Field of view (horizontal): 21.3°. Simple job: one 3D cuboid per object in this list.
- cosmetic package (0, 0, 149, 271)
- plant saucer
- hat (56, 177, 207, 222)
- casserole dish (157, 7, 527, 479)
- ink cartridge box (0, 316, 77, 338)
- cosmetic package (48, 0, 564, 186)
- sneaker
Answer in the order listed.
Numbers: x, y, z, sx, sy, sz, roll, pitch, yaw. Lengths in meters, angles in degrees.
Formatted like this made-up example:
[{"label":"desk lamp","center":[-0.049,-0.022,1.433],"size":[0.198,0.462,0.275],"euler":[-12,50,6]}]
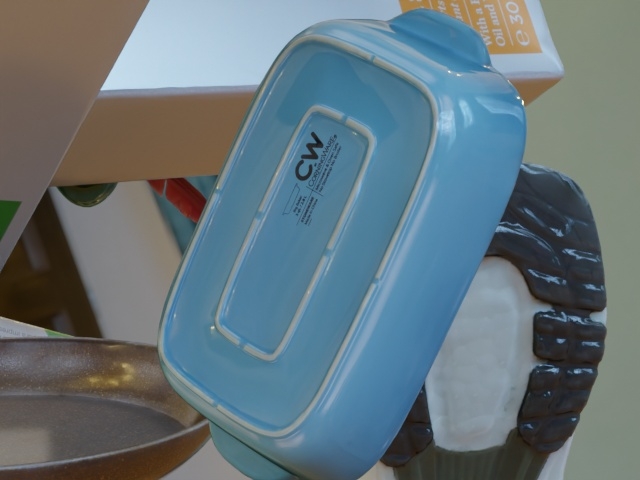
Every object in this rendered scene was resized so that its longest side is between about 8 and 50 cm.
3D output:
[{"label":"cosmetic package","center":[-0.229,-0.139,0.970],"size":[0.197,0.155,0.365],"euler":[5,-39,-29]},{"label":"plant saucer","center":[-0.209,0.121,1.114],"size":[0.311,0.050,0.310],"euler":[-2,11,0]},{"label":"hat","center":[-0.146,-0.109,1.615],"size":[0.183,0.208,0.173],"euler":[2,49,25]},{"label":"casserole dish","center":[0.000,0.000,0.622],"size":[0.114,0.188,0.037],"euler":[30,7,36]},{"label":"ink cartridge box","center":[-0.294,0.227,1.603],"size":[0.201,0.278,0.117],"euler":[18,-33,-32]},{"label":"cosmetic package","center":[-0.060,-0.183,1.301],"size":[0.453,0.230,0.161],"euler":[-7,-18,-31]},{"label":"sneaker","center":[0.047,0.133,0.914],"size":[0.158,0.410,0.182],"euler":[4,18,-17]}]
